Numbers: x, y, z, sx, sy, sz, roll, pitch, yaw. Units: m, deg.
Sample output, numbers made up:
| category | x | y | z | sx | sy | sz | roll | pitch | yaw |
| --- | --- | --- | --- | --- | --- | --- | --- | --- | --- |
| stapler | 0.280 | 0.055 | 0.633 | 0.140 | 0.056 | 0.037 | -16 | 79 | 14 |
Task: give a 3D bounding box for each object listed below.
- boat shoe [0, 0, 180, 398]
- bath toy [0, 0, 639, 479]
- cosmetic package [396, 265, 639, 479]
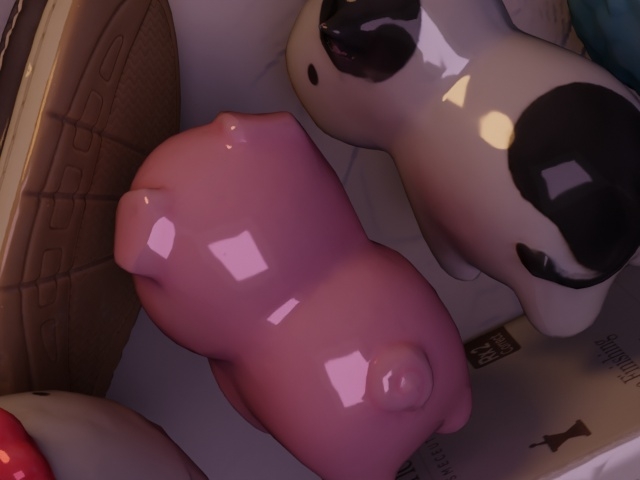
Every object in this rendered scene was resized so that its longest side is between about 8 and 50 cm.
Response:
| category | x | y | z | sx | sy | sz | roll | pitch | yaw |
| --- | --- | --- | --- | --- | --- | --- | --- | --- | --- |
| boat shoe | -0.123 | 0.033 | 0.635 | 0.092 | 0.103 | 0.285 | 15 | 98 | 25 |
| bath toy | 0.000 | 0.000 | 0.576 | 0.348 | 0.151 | 0.129 | -45 | 145 | -17 |
| cosmetic package | 0.118 | 0.112 | 0.653 | 0.183 | 0.151 | 0.151 | -25 | 105 | -2 |
